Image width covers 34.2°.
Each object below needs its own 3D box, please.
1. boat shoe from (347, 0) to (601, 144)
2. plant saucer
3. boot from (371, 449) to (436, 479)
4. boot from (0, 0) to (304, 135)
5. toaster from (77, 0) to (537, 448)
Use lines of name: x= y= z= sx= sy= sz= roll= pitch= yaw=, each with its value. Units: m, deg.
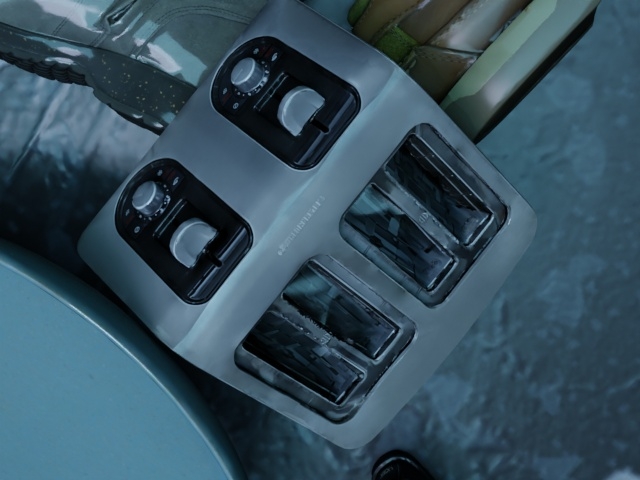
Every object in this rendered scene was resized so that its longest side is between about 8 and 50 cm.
boat shoe: x=0.142 y=-0.193 z=0.530 sx=0.104 sy=0.111 sz=0.307 roll=44 pitch=89 yaw=7
plant saucer: x=-0.164 y=0.110 z=0.548 sx=0.317 sy=0.044 sz=0.317 roll=14 pitch=128 yaw=19
boot: x=0.071 y=0.179 z=0.599 sx=0.045 sy=0.099 sz=0.121 roll=-43 pitch=97 yaw=8
boot: x=-0.119 y=-0.162 z=0.563 sx=0.246 sy=0.083 sz=0.161 roll=25 pitch=88 yaw=-6
toaster: x=0.000 y=0.000 z=0.533 sx=0.168 sy=0.110 sz=0.185 roll=-50 pitch=133 yaw=1
